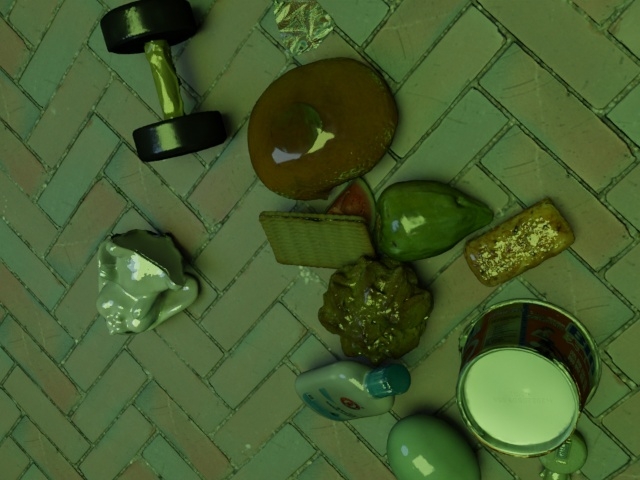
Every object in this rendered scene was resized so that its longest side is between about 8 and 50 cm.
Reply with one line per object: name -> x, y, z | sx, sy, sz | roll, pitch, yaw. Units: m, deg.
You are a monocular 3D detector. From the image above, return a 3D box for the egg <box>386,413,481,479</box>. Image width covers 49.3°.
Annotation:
egg -> 0.247, 0.481, 1.520 | 0.231, 0.168, 0.168 | 42, 114, 1

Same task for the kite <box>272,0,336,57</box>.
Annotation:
kite -> -0.061, -0.515, 1.490 | 0.127, 0.016, 0.229 | -24, 96, 22

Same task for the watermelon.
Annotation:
watermelon -> 0.057, -0.074, 1.505 | 0.125, 0.094, 0.135 | 16, 97, 24

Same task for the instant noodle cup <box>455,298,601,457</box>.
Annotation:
instant noodle cup -> 0.403, 0.280, 1.384 | 0.296, 0.214, 0.296 | 5, 103, 20

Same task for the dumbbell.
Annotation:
dumbbell -> -0.341, -0.348, 1.536 | 0.203, 0.204, 0.323 | -11, 99, 24

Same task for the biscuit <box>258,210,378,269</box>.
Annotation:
biscuit -> 0.000, 0.000, 1.534 | 0.254, 0.029, 0.172 | 5, 140, 22

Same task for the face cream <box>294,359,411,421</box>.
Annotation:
face cream -> 0.076, 0.321, 1.507 | 0.163, 0.080, 0.336 | 38, 148, -13

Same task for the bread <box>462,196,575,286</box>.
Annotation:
bread -> 0.394, 0.007, 1.397 | 0.211, 0.083, 0.114 | -34, 85, 23

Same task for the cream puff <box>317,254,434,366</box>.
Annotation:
cream puff -> 0.118, 0.153, 1.488 | 0.244, 0.196, 0.244 | 32, 144, 27

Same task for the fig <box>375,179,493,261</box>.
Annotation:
fig -> 0.215, -0.041, 1.412 | 0.233, 0.167, 0.167 | -2, 102, 29

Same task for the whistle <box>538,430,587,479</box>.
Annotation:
whistle -> 0.502, 0.487, 1.480 | 0.104, 0.057, 0.198 | 10, 106, 14

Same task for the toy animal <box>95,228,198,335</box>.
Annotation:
toy animal -> -0.449, 0.099, 1.708 | 0.289, 0.174, 0.249 | -32, 101, 24

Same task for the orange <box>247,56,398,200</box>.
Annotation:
orange -> -0.017, -0.238, 1.451 | 0.334, 0.196, 0.263 | -19, 73, 29
